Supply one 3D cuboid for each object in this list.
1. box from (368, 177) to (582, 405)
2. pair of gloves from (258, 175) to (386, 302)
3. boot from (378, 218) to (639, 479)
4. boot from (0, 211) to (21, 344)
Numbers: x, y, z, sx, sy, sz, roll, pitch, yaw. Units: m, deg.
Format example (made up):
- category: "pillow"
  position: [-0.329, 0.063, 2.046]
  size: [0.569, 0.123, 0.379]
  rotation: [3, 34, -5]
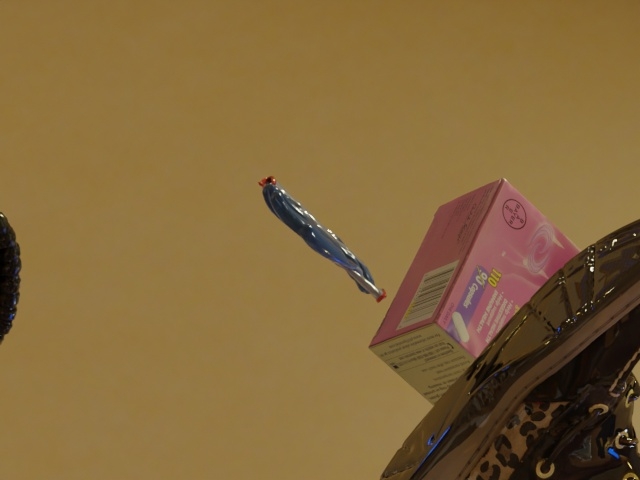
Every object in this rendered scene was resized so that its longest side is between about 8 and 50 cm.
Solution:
- category: "box"
  position: [0.209, 0.098, 1.991]
  size: [0.243, 0.213, 0.117]
  rotation: [42, -36, -18]
- category: "pair of gloves"
  position: [0.000, 0.000, 1.765]
  size: [0.159, 0.023, 0.198]
  rotation: [43, 4, -7]
- category: "boot"
  position: [0.254, 0.184, 1.518]
  size: [0.284, 0.377, 0.138]
  rotation: [39, 15, -9]
- category: "boot"
  position: [-0.412, -0.069, 1.893]
  size: [0.260, 0.131, 0.348]
  rotation: [-134, -154, -61]
